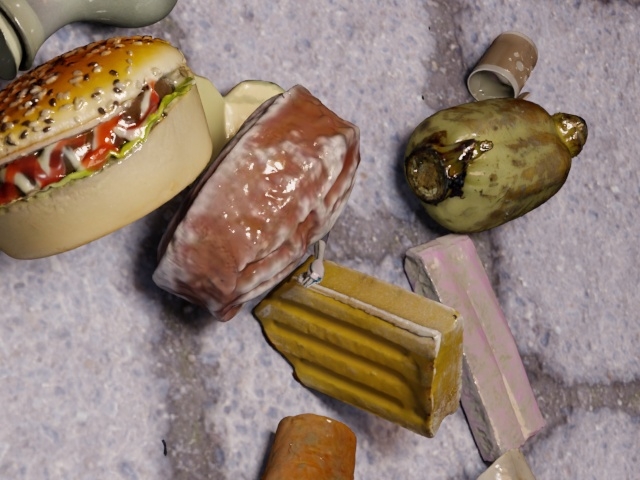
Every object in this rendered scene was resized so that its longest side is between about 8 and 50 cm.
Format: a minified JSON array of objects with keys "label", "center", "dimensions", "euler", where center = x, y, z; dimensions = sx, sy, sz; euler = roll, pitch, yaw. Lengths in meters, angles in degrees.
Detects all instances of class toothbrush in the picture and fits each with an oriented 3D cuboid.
[{"label":"toothbrush","center":[0.000,0.000,2.006],"dimensions":[0.024,0.026,0.288],"euler":[48,17,-12]}]

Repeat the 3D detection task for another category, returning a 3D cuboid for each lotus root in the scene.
[{"label":"lotus root","center":[0.239,-0.106,2.237],"dimensions":[0.309,0.173,0.173],"euler":[-14,82,-40]}]

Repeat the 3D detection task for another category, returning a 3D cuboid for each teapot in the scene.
[{"label":"teapot","center":[-0.288,-0.291,1.909],"dimensions":[0.251,0.183,0.183],"euler":[-40,99,-27]}]

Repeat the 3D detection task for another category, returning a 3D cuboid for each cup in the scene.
[{"label":"cup","center":[0.271,-0.234,2.360],"dimensions":[0.102,0.074,0.099],"euler":[45,52,-15]}]

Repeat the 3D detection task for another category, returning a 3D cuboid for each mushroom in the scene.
[{"label":"mushroom","center":[0.256,0.379,2.110],"dimensions":[0.116,0.093,0.225],"euler":[-17,84,-45]}]

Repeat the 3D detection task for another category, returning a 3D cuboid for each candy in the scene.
[{"label":"candy","center":[-0.067,-0.039,1.919],"dimensions":[0.157,0.214,0.289],"euler":[34,77,9]}]

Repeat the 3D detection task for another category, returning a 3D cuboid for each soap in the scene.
[{"label":"soap","center":[0.042,0.117,1.985],"dimensions":[0.080,0.257,0.160],"euler":[-40,142,-43]}]

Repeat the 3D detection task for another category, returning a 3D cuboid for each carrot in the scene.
[{"label":"carrot","center":[-0.036,0.341,1.881],"dimensions":[0.138,0.138,0.302],"euler":[33,56,-23]}]

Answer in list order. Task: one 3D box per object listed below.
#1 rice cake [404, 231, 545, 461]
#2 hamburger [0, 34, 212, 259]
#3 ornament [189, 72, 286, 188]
[{"label":"rice cake","center":[0.204,0.137,2.188],"dimensions":[0.106,0.050,0.298],"euler":[-20,86,-39]},{"label":"hamburger","center":[-0.256,-0.110,1.777],"dimensions":[0.300,0.300,0.176],"euler":[-41,111,-39]},{"label":"ornament","center":[-0.123,-0.115,2.036],"dimensions":[0.201,0.059,0.180],"euler":[6,80,-33]}]
